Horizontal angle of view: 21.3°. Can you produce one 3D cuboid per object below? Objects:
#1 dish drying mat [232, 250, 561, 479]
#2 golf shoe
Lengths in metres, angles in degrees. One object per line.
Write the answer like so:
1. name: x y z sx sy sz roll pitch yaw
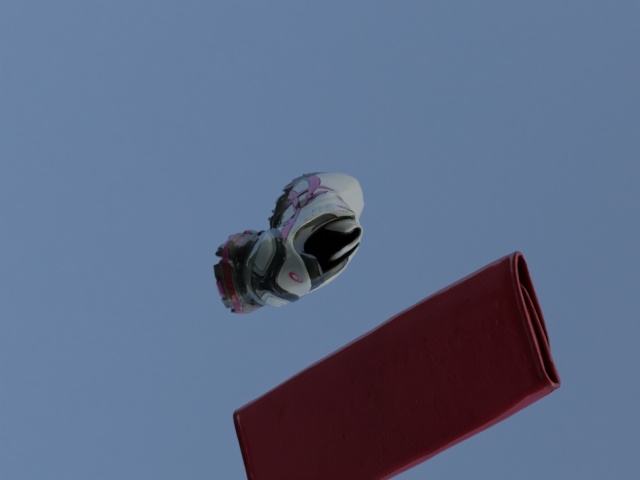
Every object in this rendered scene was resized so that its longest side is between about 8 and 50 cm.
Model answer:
1. dish drying mat: 0.014 0.034 0.357 0.083 0.008 0.032 -33 -120 35
2. golf shoe: 0.000 0.000 1.216 0.086 0.186 0.067 -7 -69 27
